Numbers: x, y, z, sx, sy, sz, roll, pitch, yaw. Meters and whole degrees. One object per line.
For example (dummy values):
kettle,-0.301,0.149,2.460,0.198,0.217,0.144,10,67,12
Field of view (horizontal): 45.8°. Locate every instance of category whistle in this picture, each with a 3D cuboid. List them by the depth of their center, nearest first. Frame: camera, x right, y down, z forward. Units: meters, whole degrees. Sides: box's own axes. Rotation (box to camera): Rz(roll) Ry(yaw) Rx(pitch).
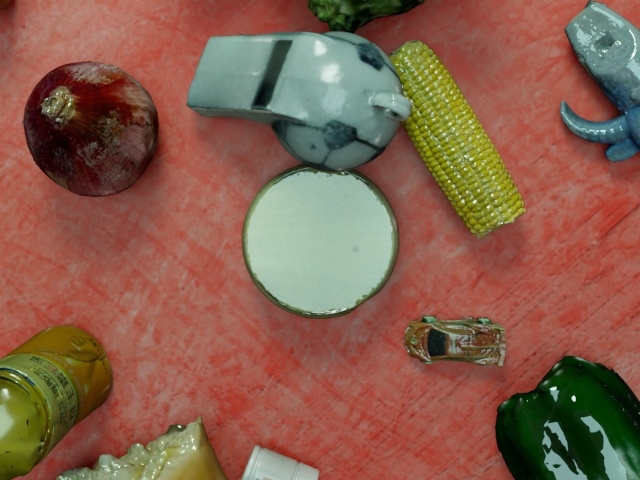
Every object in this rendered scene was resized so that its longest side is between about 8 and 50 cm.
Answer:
whistle,-0.008,-0.158,0.852,0.163,0.290,0.163,-11,108,-39
whistle,0.382,-0.160,0.861,0.269,0.093,0.180,46,122,0

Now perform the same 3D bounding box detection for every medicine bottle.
medicine bottle,-0.330,0.181,0.868,0.124,0.239,0.124,0,98,1
medicine bottle,-0.052,0.299,0.952,0.089,0.057,0.057,21,97,1

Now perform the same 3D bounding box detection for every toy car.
toy car,0.165,0.124,0.932,0.122,0.035,0.059,2,100,2

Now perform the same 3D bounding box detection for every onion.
onion,-0.264,-0.131,0.855,0.159,0.195,0.159,0,86,-1

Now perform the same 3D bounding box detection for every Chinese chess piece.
Chinese chess piece,0.000,0.000,0.910,0.188,0.083,0.188,0,93,3

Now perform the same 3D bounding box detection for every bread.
bread,-0.224,0.390,0.890,0.316,0.211,0.270,-25,94,14

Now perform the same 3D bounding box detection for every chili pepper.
chili pepper,0.323,0.267,0.870,0.174,0.165,0.261,-33,82,-1

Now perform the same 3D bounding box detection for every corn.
corn,0.152,-0.117,0.886,0.081,0.081,0.248,-31,93,6

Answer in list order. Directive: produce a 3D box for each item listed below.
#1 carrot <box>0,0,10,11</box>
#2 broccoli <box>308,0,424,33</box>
carrot,-0.487,-0.350,0.864,0.254,0.196,0.196,-1,96,-5
broccoli,0.021,-0.390,0.782,0.338,0.317,0.277,39,83,-39
